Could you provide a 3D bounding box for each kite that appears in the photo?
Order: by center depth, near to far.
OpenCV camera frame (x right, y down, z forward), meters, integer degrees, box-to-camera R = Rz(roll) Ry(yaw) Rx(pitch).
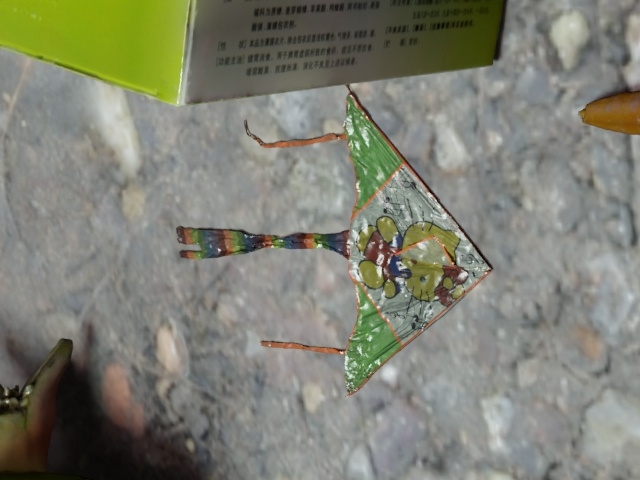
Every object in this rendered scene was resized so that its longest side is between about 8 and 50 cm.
[{"bbox_3d":[0.000,0.000,1.031,0.244,0.006,0.198,7,106,38],"label":"kite"}]

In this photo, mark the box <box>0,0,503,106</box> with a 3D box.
[{"bbox_3d":[-0.046,-0.127,0.866,0.175,0.260,0.062,20,111,33],"label":"box"}]

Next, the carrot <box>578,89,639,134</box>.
[{"bbox_3d":[0.213,-0.064,0.820,0.216,0.048,0.048,-1,101,45],"label":"carrot"}]

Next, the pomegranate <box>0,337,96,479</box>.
[{"bbox_3d":[-0.214,0.234,1.105,0.290,0.291,0.323,9,99,37],"label":"pomegranate"}]
